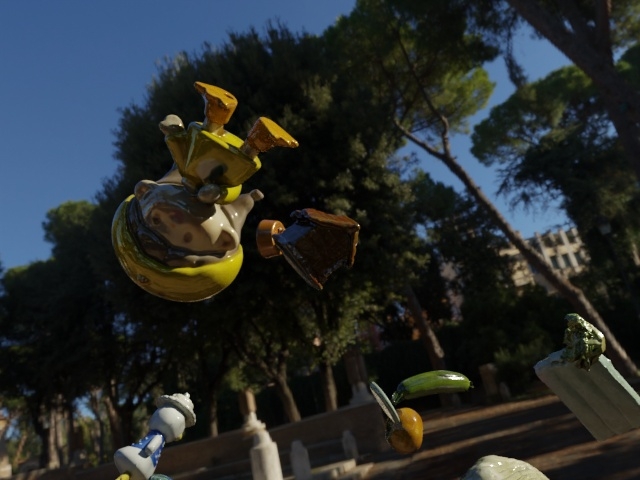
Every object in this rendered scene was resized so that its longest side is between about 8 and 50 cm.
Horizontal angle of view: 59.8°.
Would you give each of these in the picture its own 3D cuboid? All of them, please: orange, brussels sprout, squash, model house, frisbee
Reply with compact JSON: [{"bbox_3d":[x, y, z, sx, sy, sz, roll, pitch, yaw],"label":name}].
[{"bbox_3d":[0.290,0.664,1.943,0.134,0.155,0.155,-4,-18,11],"label":"orange"},{"bbox_3d":[0.377,0.150,0.801,0.058,0.085,0.085,8,-9,27],"label":"brussels sprout"},{"bbox_3d":[0.357,0.454,1.756,0.318,0.080,0.071,-2,-26,-24],"label":"squash"},{"bbox_3d":[-0.001,0.001,1.716,0.229,0.220,0.199,-36,15,-7],"label":"model house"},{"bbox_3d":[0.148,0.378,1.296,0.014,0.110,0.110,-31,-17,-10],"label":"frisbee"}]

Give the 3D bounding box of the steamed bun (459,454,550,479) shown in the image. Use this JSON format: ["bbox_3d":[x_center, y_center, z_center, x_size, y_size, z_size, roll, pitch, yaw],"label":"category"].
[{"bbox_3d":[0.467,0.675,1.271,0.352,0.247,0.339,23,5,28],"label":"steamed bun"}]

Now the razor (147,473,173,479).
[{"bbox_3d":[-0.251,0.580,1.212,0.324,0.056,0.093,19,22,24],"label":"razor"}]

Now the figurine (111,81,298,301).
[{"bbox_3d":[-0.186,-0.056,0.865,0.344,0.215,0.187,-54,-6,24],"label":"figurine"}]

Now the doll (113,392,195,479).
[{"bbox_3d":[-0.410,0.494,1.379,0.138,0.119,0.293,-51,4,43],"label":"doll"}]

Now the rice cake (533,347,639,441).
[{"bbox_3d":[0.484,0.267,0.993,0.211,0.038,0.124,41,-54,-11],"label":"rice cake"}]

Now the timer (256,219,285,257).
[{"bbox_3d":[-0.120,-0.010,1.872,0.152,0.132,0.132,-5,-15,21],"label":"timer"}]
